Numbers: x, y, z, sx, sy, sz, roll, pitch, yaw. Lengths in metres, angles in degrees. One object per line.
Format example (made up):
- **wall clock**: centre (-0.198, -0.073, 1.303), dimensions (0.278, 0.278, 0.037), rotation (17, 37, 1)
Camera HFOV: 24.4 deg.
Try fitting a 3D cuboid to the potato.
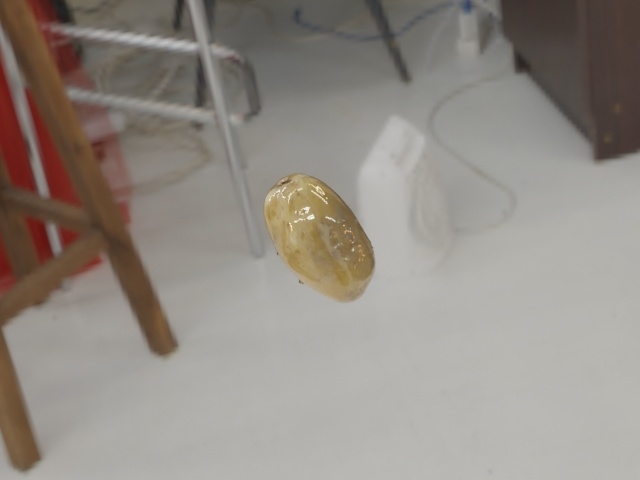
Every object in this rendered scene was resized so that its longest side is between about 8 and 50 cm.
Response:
- **potato**: centre (0.000, 0.000, 1.830), dimensions (0.109, 0.178, 0.118), rotation (-40, 9, -16)
